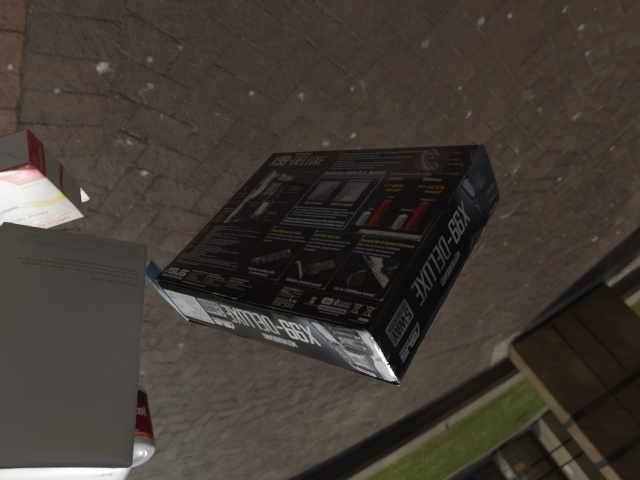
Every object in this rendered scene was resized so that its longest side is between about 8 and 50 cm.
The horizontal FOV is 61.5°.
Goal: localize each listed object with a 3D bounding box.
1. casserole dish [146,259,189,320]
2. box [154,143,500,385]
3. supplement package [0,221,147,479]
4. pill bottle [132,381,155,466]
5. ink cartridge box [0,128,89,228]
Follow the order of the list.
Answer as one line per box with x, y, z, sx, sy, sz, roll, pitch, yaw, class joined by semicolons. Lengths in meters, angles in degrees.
-0.324;0.118;1.188;0.037;0.114;0.188;-43;138;-12;casserole dish
0.000;0.000;0.582;0.242;0.307;0.077;-53;130;-31;box
-0.317;0.153;0.638;0.175;0.293;0.178;11;135;-25;supplement package
-0.341;0.308;0.939;0.085;0.152;0.086;-15;136;-15;pill bottle
-0.447;-0.073;0.828;0.115;0.067;0.198;-18;155;-3;ink cartridge box
